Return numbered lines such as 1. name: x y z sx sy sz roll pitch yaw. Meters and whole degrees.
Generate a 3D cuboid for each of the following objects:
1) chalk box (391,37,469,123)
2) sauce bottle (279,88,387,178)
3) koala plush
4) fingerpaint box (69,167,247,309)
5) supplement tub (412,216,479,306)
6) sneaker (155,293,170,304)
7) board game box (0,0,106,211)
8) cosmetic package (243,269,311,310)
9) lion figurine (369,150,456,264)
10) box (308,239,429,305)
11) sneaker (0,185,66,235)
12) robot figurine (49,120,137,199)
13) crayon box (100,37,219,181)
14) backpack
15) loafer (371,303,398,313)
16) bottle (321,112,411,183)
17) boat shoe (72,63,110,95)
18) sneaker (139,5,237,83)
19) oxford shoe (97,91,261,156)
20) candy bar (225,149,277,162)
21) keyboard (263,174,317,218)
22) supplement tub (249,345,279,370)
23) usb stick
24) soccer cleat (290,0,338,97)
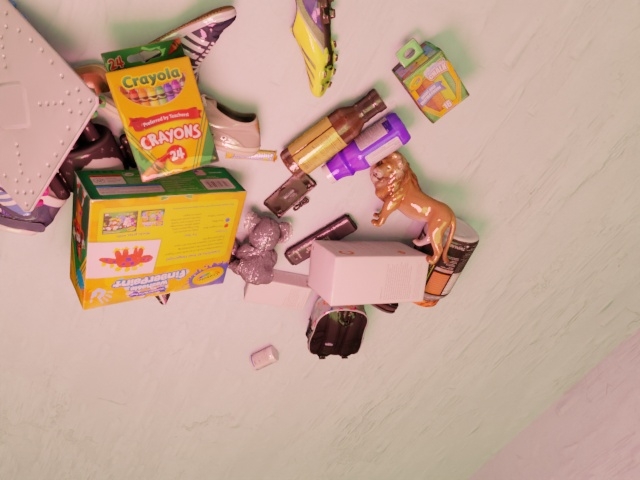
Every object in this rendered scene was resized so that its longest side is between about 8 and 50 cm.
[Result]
1. chalk box: 0.301 -0.470 1.353 0.132 0.132 0.213 -38 122 16
2. sauce bottle: 0.041 -0.322 1.426 0.345 0.111 0.111 -33 123 15
3. koala plush: -0.200 0.017 1.588 0.196 0.203 0.221 20 107 -22
4. fingerpaint box: -0.485 -0.019 1.413 0.445 0.163 0.370 -9 131 -39
5. supplement tub: 0.417 0.077 1.711 0.194 0.193 0.315 11 122 -16
6. sneaker: -0.600 0.153 1.687 0.077 0.072 0.178 -10 118 12
7. board game box: -0.765 -0.339 1.201 0.390 0.050 0.390 46 111 5
8. cosmetic package: -0.159 0.177 1.756 0.231 0.085 0.117 14 121 -15
9. lion figurine: 0.312 -0.109 1.535 0.392 0.142 0.240 32 115 3
10. box: 0.159 0.104 1.616 0.346 0.215 0.168 1 103 -22
11. sneaker: -0.944 -0.126 1.377 0.236 0.130 0.323 -39 133 18
12. robot figurine: -0.644 -0.216 1.339 0.209 0.173 0.278 -3 134 4
13. crayon box: -0.399 -0.327 1.186 0.203 0.081 0.318 -19 110 -14
14. backpack: 0.065 0.310 1.815 0.226 0.191 0.253 4 132 -12
15. loafer: 0.196 0.181 1.805 0.303 0.109 0.095 32 110 -23
16. bottle: 0.136 -0.278 1.466 0.283 0.118 0.092 -33 123 12
17. boat shoe: -0.692 -0.382 1.280 0.286 0.089 0.104 -25 124 8
18. sneaker: -0.321 -0.496 1.254 0.283 0.099 0.153 -20 120 13
19. oxford shoe: -0.373 -0.351 1.313 0.450 0.169 0.130 10 119 -22
20. candy bar: -0.214 -0.268 1.479 0.162 0.018 0.040 3 124 -10
21. keyboard: -0.093 -0.147 1.580 0.180 0.023 0.108 -39 115 18
22. supplement tub: -0.235 0.489 1.965 0.107 0.071 0.071 -26 124 9
23. usb stick: 0.000 0.000 1.681 0.278 0.045 0.077 -30 124 12
24. soccer cleat: -0.023 -0.540 1.298 0.121 0.093 0.289 14 132 18
